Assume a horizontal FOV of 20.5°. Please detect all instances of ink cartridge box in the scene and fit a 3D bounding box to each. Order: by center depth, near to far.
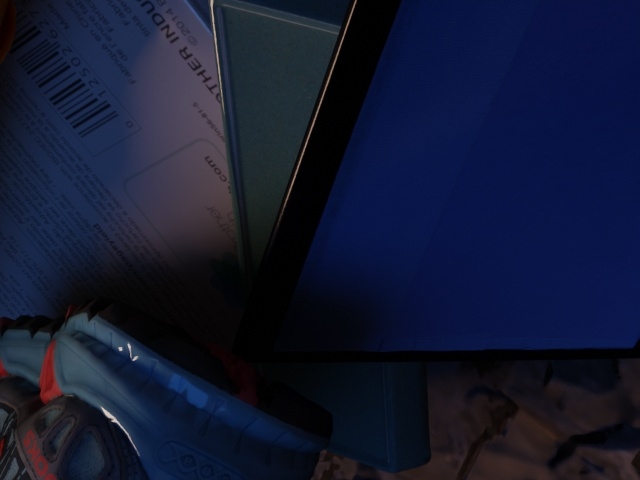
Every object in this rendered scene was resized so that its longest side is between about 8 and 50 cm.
[{"bbox_3d":[-0.104,-0.024,0.675,0.311,0.065,0.186,-26,108,45],"label":"ink cartridge box"}]

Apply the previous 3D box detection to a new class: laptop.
[{"bbox_3d":[0.136,0.017,0.459,0.264,0.136,0.234,42,142,18],"label":"laptop"}]

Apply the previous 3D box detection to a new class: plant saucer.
[{"bbox_3d":[0.000,0.000,0.561,0.067,0.018,0.192,17,134,24],"label":"plant saucer"}]

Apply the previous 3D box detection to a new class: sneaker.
[{"bbox_3d":[-0.087,0.094,0.590,0.104,0.125,0.262,30,165,-7],"label":"sneaker"}]

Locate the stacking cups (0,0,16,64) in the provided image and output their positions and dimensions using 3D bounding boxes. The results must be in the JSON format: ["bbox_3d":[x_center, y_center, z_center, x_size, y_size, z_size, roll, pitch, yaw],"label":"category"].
[{"bbox_3d":[-0.148,-0.051,0.564,0.096,0.096,0.316,37,140,5],"label":"stacking cups"}]

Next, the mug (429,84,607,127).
[{"bbox_3d":[0.060,-0.070,0.499,0.062,0.078,0.064,-2,118,10],"label":"mug"}]
